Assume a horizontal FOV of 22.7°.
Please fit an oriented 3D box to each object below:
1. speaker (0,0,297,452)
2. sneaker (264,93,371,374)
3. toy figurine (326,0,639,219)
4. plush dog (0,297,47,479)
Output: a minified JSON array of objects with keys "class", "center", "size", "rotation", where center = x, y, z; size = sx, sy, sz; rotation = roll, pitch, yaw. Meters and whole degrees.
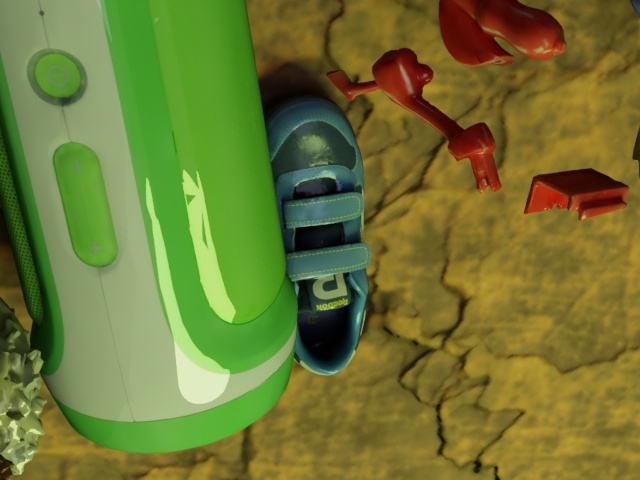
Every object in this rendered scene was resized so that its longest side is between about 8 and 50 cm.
[{"class":"speaker","center":[-0.085,-0.061,0.671],"size":[0.131,0.131,0.297],"rotation":[-13,119,-9]},{"class":"sneaker","center":[0.000,0.000,0.772],"size":[0.053,0.059,0.144],"rotation":[-8,118,-9]},{"class":"toy figurine","center":[0.167,-0.201,0.702],"size":[0.217,0.191,0.363],"rotation":[-9,115,-46]},{"class":"plush dog","center":[-0.196,0.006,0.565],"size":[0.210,0.225,0.263],"rotation":[-22,103,-32]}]
